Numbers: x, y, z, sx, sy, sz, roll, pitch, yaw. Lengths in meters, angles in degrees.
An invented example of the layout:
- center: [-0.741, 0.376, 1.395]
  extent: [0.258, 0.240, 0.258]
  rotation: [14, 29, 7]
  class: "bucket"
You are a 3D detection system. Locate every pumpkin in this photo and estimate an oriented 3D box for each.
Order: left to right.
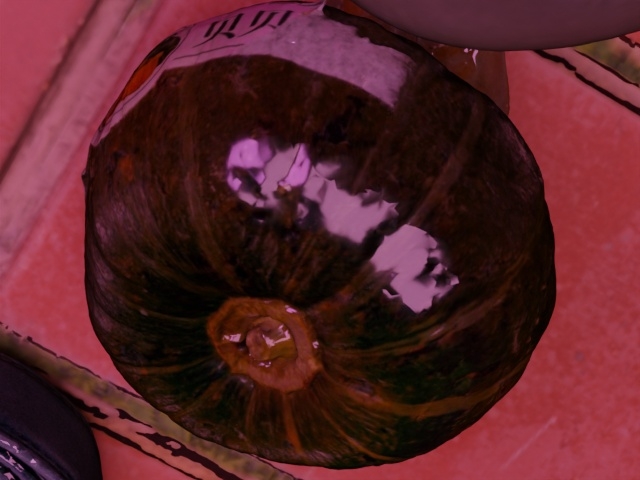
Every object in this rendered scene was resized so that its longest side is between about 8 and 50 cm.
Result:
- center: [0.001, -0.002, 0.687]
  extent: [0.260, 0.189, 0.260]
  rotation: [16, 133, 17]
  class: "pumpkin"

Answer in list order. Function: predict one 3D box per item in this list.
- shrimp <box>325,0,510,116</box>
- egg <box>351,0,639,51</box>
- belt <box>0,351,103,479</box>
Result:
- center: [0.064, -0.089, 0.749]
  extent: [0.101, 0.042, 0.190]
  rotation: [-10, 110, 18]
  class: "shrimp"
- center: [0.142, -0.230, 0.598]
  extent: [0.352, 0.258, 0.258]
  rotation: [-28, 108, 5]
  class: "egg"
- center: [-0.253, 0.154, 0.744]
  extent: [0.267, 0.116, 0.206]
  rotation: [27, 107, -16]
  class: "belt"
